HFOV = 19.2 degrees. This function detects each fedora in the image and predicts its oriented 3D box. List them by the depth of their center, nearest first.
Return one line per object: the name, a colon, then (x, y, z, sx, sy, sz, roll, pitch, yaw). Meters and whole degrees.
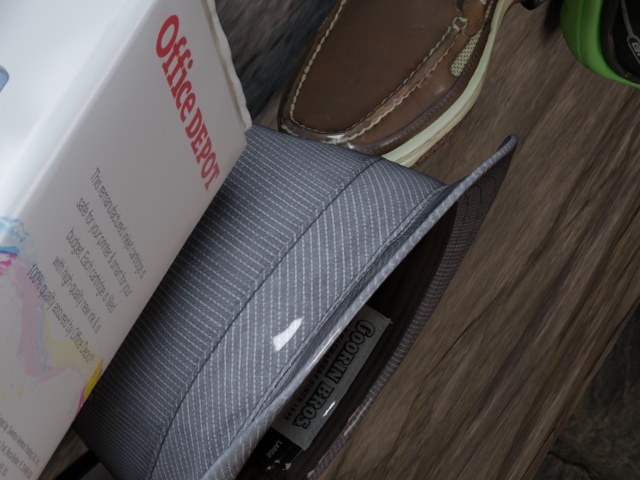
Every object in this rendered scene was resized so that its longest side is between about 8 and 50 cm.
fedora: (-0.036, 0.029, 0.818, 0.244, 0.124, 0.275, -49, 169, -23)

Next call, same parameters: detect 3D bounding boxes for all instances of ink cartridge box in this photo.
ink cartridge box: (-0.117, 0.006, 0.578, 0.212, 0.093, 0.154, -57, 166, -14)

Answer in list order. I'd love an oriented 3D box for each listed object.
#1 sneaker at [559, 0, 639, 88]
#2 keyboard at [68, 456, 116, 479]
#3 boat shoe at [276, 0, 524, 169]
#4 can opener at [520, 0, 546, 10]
sneaker: (0.330, -0.302, 1.351, 0.185, 0.202, 0.483, -50, 161, -43)
keyboard: (-0.168, 0.224, 0.925, 0.317, 0.033, 0.202, -40, 154, -54)
boat shoe: (0.049, -0.134, 0.943, 0.257, 0.095, 0.095, -56, 148, -36)
can opener: (0.172, -0.222, 1.235, 0.073, 0.059, 0.186, -54, 164, -29)
